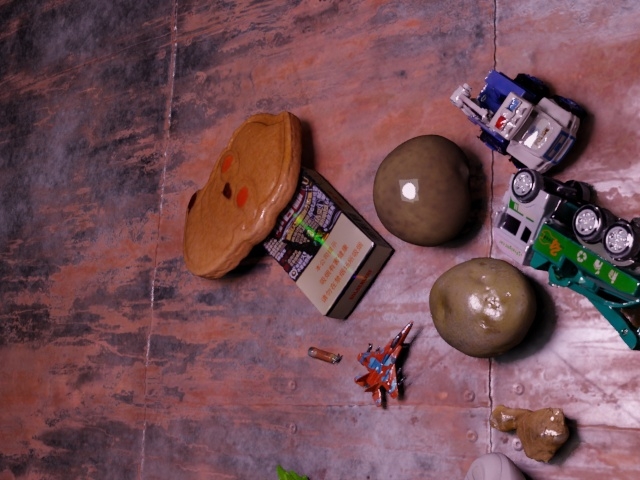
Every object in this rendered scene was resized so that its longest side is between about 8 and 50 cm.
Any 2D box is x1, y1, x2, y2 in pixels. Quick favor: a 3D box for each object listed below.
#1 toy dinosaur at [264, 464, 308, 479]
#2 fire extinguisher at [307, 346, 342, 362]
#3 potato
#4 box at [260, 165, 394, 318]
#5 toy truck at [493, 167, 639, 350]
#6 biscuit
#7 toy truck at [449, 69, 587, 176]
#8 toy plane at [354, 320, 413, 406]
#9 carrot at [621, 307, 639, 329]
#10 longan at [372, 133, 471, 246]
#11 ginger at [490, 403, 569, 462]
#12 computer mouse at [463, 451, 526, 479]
[{"bbox_3d":[-0.092,0.580,1.927,0.194,0.152,0.177,41,114,-5],"label":"toy dinosaur"},{"bbox_3d":[0.010,0.247,1.966,0.083,0.022,0.028,11,57,41],"label":"fire extinguisher"},{"bbox_3d":[0.293,0.121,1.668,0.177,0.160,0.235,-53,33,-11],"label":"potato"},{"bbox_3d":[0.000,0.000,1.986,0.310,0.084,0.198,47,112,36],"label":"box"},{"bbox_3d":[0.445,0.013,1.514,0.363,0.177,0.177,46,119,48],"label":"toy truck"},{"bbox_3d":[-0.188,-0.108,2.115,0.455,0.078,0.349,-53,38,21],"label":"biscuit"},{"bbox_3d":[0.359,-0.225,1.666,0.213,0.177,0.161,45,109,38],"label":"toy truck"},{"bbox_3d":[0.140,0.238,1.832,0.189,0.061,0.130,-54,51,13],"label":"toy plane"},{"bbox_3d":[0.553,0.054,1.530,0.049,0.049,0.254,17,88,41],"label":"carrot"},{"bbox_3d":[0.198,-0.097,1.767,0.197,0.197,0.220,-4,83,40],"label":"longan"},{"bbox_3d":[0.371,0.341,1.610,0.165,0.067,0.096,-8,75,53],"label":"ginger"},{"bbox_3d":[0.288,0.517,1.588,0.184,0.121,0.296,-119,47,-82],"label":"computer mouse"}]
